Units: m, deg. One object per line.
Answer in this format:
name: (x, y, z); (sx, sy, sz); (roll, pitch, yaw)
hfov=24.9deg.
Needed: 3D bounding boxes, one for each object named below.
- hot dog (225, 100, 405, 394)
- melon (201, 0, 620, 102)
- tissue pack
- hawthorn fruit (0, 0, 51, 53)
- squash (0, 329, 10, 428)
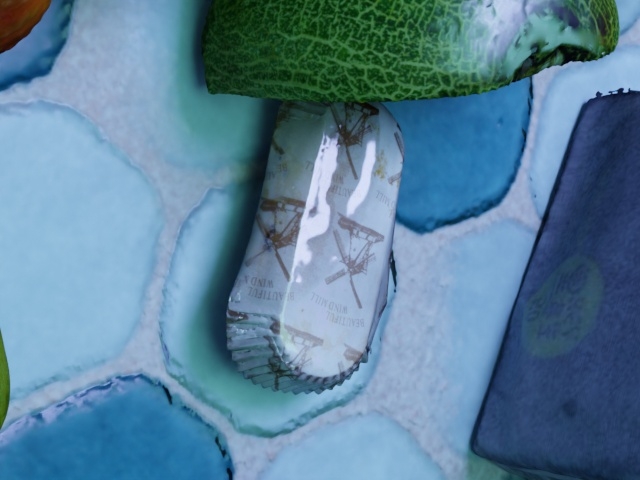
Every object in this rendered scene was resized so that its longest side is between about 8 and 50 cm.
hot dog: (0.000, 0.000, 0.882); (0.108, 0.059, 0.191); (22, 76, -35)
melon: (0.074, -0.164, 0.848); (0.265, 0.169, 0.129); (-20, 116, -34)
tissue pack: (0.293, 0.043, 0.880); (0.124, 0.394, 0.288); (28, 76, -32)
hawthorn fruit: (-0.199, -0.182, 0.677); (0.179, 0.179, 0.200); (28, 60, -32)
squash: (-0.199, 0.016, 0.738); (0.066, 0.066, 0.201); (-10, 98, -34)
